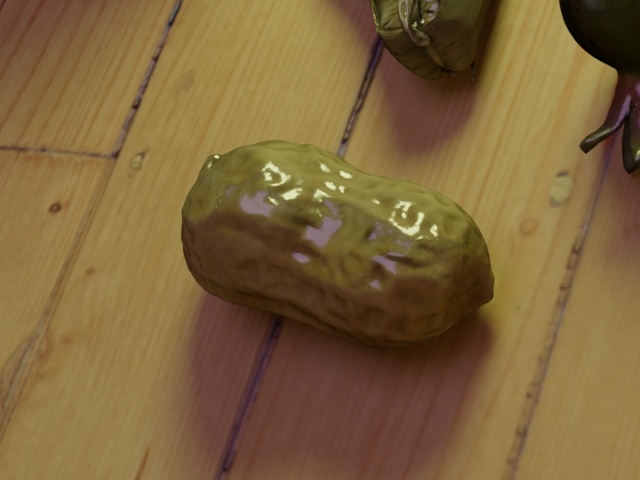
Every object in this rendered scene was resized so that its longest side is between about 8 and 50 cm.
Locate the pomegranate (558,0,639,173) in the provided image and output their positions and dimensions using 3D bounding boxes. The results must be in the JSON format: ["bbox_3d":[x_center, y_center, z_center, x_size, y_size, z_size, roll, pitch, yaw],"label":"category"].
[{"bbox_3d":[0.256,-0.160,1.193,0.181,0.181,0.224,15,92,38],"label":"pomegranate"}]

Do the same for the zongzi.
[{"bbox_3d":[0.059,-0.226,1.390,0.197,0.099,0.194,-3,56,29],"label":"zongzi"}]

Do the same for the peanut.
[{"bbox_3d":[-0.008,-0.001,1.270,0.291,0.159,0.143,20,101,39],"label":"peanut"}]
